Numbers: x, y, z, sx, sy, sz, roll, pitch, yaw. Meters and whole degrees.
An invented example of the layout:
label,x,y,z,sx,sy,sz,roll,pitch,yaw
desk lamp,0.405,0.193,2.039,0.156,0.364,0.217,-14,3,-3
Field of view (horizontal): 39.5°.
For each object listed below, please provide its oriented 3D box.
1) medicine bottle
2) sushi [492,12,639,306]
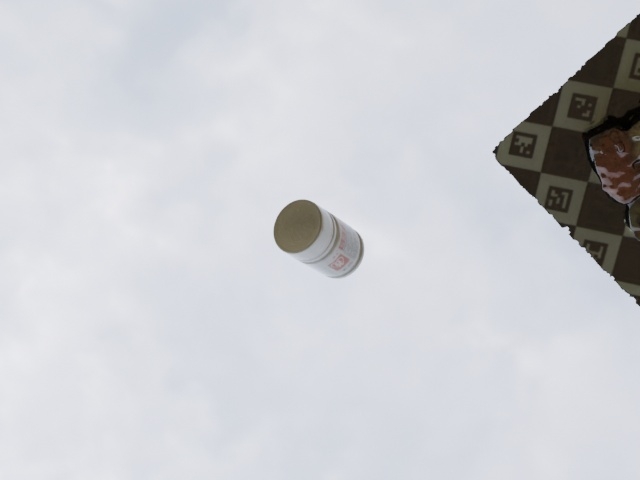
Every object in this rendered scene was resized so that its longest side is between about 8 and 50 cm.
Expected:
label,x,y,z,sx,sy,sz,roll,pitch,yaw
medicine bottle,0.000,0.000,0.868,0.057,0.089,0.057,-12,-114,28
sushi,0.318,-0.072,0.842,0.231,0.219,0.047,45,-160,-4
